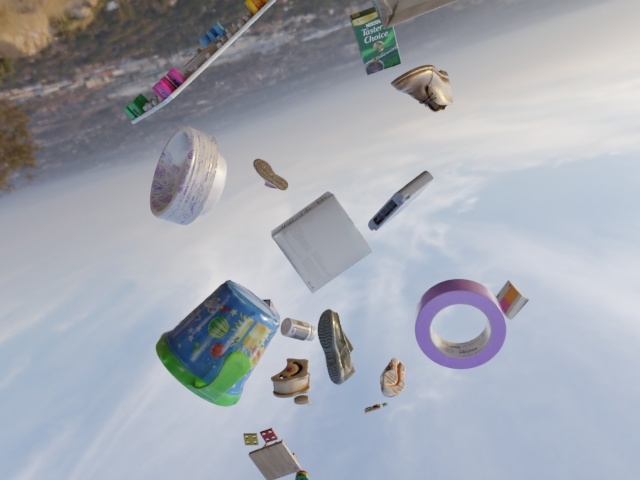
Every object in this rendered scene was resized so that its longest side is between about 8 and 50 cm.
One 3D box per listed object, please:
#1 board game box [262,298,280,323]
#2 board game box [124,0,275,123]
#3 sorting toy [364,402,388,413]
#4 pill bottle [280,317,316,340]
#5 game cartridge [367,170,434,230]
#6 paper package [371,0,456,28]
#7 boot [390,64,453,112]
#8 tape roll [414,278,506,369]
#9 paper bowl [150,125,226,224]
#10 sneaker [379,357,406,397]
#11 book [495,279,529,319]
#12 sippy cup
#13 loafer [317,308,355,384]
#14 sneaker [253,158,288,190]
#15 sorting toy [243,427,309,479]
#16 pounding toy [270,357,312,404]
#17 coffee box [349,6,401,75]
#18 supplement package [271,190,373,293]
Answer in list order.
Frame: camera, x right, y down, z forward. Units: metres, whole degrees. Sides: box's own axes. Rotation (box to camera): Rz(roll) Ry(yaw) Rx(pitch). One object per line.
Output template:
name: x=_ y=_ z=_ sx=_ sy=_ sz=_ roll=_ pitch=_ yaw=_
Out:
board game box: x=-0.229 y=0.263 z=2.105 sx=0.141 sy=0.048 sz=0.170 roll=-4 pitch=152 yaw=6
board game box: x=-0.327 y=-0.472 z=1.533 sx=0.390 sy=0.050 sz=0.390 roll=-50 pitch=-156 yaw=-18
sorting toy: x=0.184 y=0.550 z=1.957 sx=0.083 sy=0.012 sz=0.062 roll=-19 pitch=174 yaw=2
pill bottle: x=-0.089 y=0.367 z=2.420 sx=0.137 sy=0.078 sz=0.078 roll=21 pitch=166 yaw=-34
game cartridge: x=0.307 y=-0.152 z=2.251 sx=0.198 sy=0.062 sz=0.297 roll=-41 pitch=175 yaw=-30
paper package: x=0.253 y=-0.765 z=1.523 sx=0.310 sy=0.324 sz=0.168 roll=-17 pitch=153 yaw=19
boot: x=0.330 y=-0.466 z=1.831 sx=0.112 sy=0.115 sz=0.305 roll=-23 pitch=173 yaw=39
tape roll: x=0.432 y=0.261 z=1.840 sx=0.275 sy=0.274 sz=0.090 roll=-15 pitch=-163 yaw=15
paper bowl: x=-0.383 y=-0.185 z=1.758 sx=0.148 sy=0.284 sz=0.284 roll=18 pitch=169 yaw=-32
sneaker: x=0.242 y=0.488 z=2.039 sx=0.083 sy=0.084 sz=0.215 roll=-51 pitch=175 yaw=21
book: x=0.665 y=0.208 z=2.081 sx=0.096 sy=0.035 sz=0.144 roll=-57 pitch=-167 yaw=15
sippy cup: x=-0.221 y=0.224 z=1.375 sx=0.224 sy=0.305 sz=0.240 roll=-51 pitch=146 yaw=3
loafer: x=0.057 y=0.352 z=1.986 sx=0.087 sy=0.251 sz=0.094 roll=-7 pitch=175 yaw=-36
sneaker: x=-0.145 y=-0.177 z=1.597 sx=0.042 sy=0.118 sz=0.067 roll=-54 pitch=-153 yaw=-11
sorting toy: x=-0.154 y=0.720 z=1.976 sx=0.132 sy=0.274 sz=0.046 roll=-25 pitch=-160 yaw=15
pounding toy: x=-0.117 y=0.608 z=2.438 sx=0.154 sy=0.154 sz=0.269 roll=-6 pitch=-166 yaw=2
coffee box: x=0.161 y=-0.583 z=1.718 sx=0.113 sy=0.184 sz=0.040 roll=-17 pitch=-137 yaw=5
supplement package: x=0.000 y=0.000 z=1.639 sx=0.203 sy=0.194 sz=0.149 roll=-35 pitch=-170 yaw=1
